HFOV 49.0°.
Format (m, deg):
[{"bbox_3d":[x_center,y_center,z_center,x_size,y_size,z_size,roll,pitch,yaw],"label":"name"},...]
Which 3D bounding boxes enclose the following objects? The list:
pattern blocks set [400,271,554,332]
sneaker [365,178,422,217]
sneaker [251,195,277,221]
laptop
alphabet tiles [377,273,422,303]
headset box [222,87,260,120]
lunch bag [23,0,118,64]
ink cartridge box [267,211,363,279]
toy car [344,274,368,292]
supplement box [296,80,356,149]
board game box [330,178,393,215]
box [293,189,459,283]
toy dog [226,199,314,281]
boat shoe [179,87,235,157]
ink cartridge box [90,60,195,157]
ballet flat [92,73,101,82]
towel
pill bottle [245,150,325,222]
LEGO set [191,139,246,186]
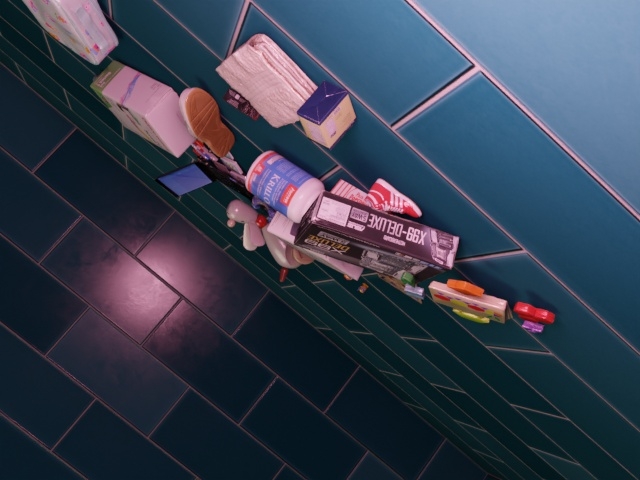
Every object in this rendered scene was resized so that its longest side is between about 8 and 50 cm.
[{"bbox_3d":[0.335,0.136,1.553,0.325,0.026,0.285,18,167,11],"label":"pattern blocks set"},{"bbox_3d":[0.148,-0.070,1.459,0.118,0.067,0.042,37,167,9],"label":"sneaker"},{"bbox_3d":[-0.113,-0.078,2.089,0.221,0.087,0.083,36,167,12],"label":"sneaker"},{"bbox_3d":[-0.360,-0.159,2.264,0.264,0.136,0.234,31,175,10],"label":"laptop"},{"bbox_3d":[0.182,0.081,1.993,0.237,0.009,0.198,33,166,27],"label":"alphabet tiles"},{"bbox_3d":[-0.173,-0.305,1.577,0.062,0.032,0.083,36,-174,18],"label":"headset box"},{"bbox_3d":[-0.642,-0.586,1.789,0.224,0.107,0.279,31,166,19],"label":"lunch bag"},{"bbox_3d":[0.000,0.000,1.909,0.237,0.100,0.172,26,174,40],"label":"ink cartridge box"},{"bbox_3d":[0.118,0.132,2.261,0.122,0.040,0.060,46,165,-26],"label":"toy car"},{"bbox_3d":[0.012,-0.226,1.272,0.056,0.083,0.083,32,164,29],"label":"supplement box"},{"bbox_3d":[0.109,-0.050,1.673,0.147,0.045,0.193,33,165,24],"label":"board game box"},{"bbox_3d":[0.111,0.001,1.529,0.308,0.076,0.242,19,165,-8],"label":"box"},{"bbox_3d":[-0.180,0.015,2.338,0.334,0.160,0.220,29,169,6],"label":"toy dog"},{"bbox_3d":[-0.316,-0.314,1.833,0.096,0.098,0.277,33,167,22],"label":"boat shoe"},{"bbox_3d":[-0.512,-0.388,2.069,0.278,0.117,0.201,30,164,32],"label":"ink cartridge box"},{"bbox_3d":[-0.688,-0.483,2.357,0.070,0.070,0.188,29,167,36],"label":"ballet flat"},{"bbox_3d":[-0.104,-0.307,1.396,0.187,0.049,0.282,44,166,-17],"label":"towel"},{"bbox_3d":[-0.068,-0.120,1.749,0.222,0.124,0.124,33,166,20],"label":"pill bottle"},{"bbox_3d":[-0.339,-0.249,2.202,0.244,0.060,0.182,28,159,40],"label":"LEGO set"}]
